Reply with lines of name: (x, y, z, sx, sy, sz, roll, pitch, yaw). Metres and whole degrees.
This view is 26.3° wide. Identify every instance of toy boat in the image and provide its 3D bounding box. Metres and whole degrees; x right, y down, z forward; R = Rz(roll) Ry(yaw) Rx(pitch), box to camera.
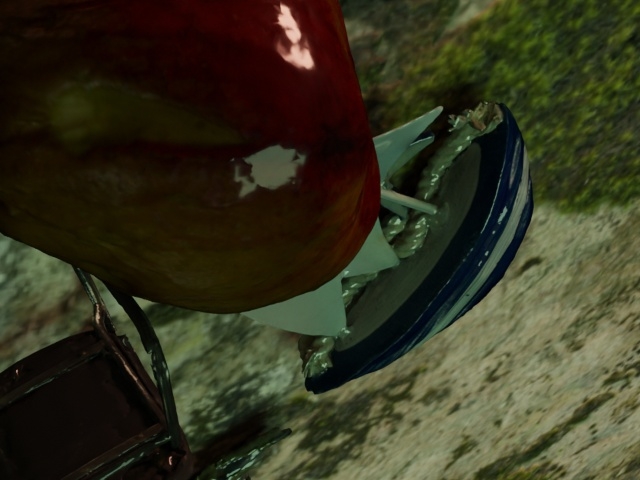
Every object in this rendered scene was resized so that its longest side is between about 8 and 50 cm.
toy boat: (0.025, -0.019, 0.804, 0.210, 0.070, 0.291, -43, 141, 0)

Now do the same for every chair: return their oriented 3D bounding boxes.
chair: (-0.141, 0.104, 0.724, 0.140, 0.145, 0.221, -31, 144, -10)

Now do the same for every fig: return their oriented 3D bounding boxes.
fig: (-0.106, -0.031, 0.580, 0.290, 0.190, 0.190, -27, 142, -19)

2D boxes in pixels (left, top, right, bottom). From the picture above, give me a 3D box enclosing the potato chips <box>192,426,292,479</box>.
potato chips: (-0.107, 0.194, 0.948, 0.208, 0.028, 0.092, -30, 144, -10)
